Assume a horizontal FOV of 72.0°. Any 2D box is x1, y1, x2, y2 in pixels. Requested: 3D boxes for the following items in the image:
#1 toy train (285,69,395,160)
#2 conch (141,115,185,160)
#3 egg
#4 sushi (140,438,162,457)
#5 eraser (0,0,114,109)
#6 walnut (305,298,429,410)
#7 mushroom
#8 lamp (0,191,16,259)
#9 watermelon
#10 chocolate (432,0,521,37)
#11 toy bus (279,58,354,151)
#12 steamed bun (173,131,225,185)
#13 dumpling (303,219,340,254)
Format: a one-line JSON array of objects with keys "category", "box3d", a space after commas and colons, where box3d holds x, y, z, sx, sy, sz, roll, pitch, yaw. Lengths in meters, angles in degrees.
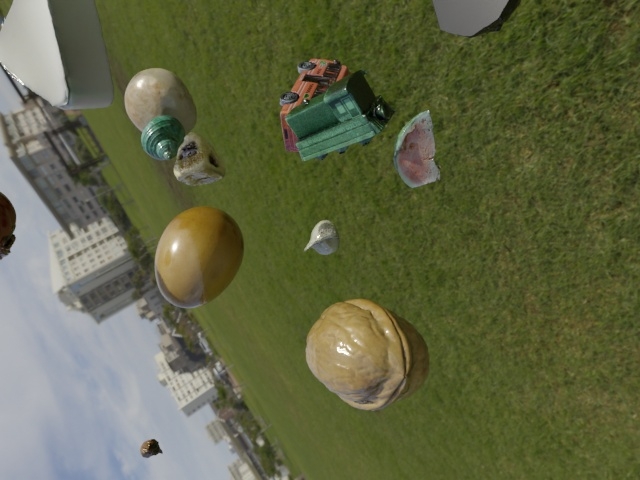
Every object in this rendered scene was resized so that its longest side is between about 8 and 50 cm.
[{"category": "toy train", "box3d": [0.041, -0.347, 1.248, 0.330, 0.138, 0.178, -10, 127, 43]}, {"category": "conch", "box3d": [-0.579, -0.371, 1.645, 0.196, 0.134, 0.202, 88, -176, -48]}, {"category": "egg", "box3d": [-0.368, 0.049, 1.337, 0.250, 0.322, 0.250, 18, 157, 8]}, {"category": "sushi", "box3d": [-0.497, 0.612, 1.296, 0.099, 0.047, 0.050, 66, -167, -70]}, {"category": "eraser", "box3d": [-0.698, -0.494, 1.193, 0.331, 0.150, 0.331, 10, 110, 28]}, {"category": "walnut", "box3d": [0.114, 0.283, 1.110, 0.277, 0.252, 0.313, 43, 162, -25]}, {"category": "mushroom", "box3d": [-0.639, -0.574, 1.834, 0.298, 0.290, 0.297, 9, 128, 12]}, {"category": "lamp", "box3d": [-0.864, -0.030, 1.082, 0.227, 0.227, 0.227, 48, 158, 27]}, {"category": "watermelon", "box3d": [0.403, -0.388, 1.829, 0.180, 0.224, 0.305, 8, 128, 36]}, {"category": "chocolate", "box3d": [0.428, -0.593, 1.078, 0.224, 0.177, 0.206, -23, 76, 51]}, {"category": "toy bus", "box3d": [-0.011, -0.551, 1.779, 0.233, 0.426, 0.203, 10, 142, 12]}, {"category": "steamed bun", "box3d": [-0.407, -0.275, 1.462, 0.172, 0.141, 0.155, 13, -115, -78]}, {"category": "dumpling", "box3d": [0.000, 0.000, 1.880, 0.142, 0.173, 0.247, 60, 177, -4]}]
